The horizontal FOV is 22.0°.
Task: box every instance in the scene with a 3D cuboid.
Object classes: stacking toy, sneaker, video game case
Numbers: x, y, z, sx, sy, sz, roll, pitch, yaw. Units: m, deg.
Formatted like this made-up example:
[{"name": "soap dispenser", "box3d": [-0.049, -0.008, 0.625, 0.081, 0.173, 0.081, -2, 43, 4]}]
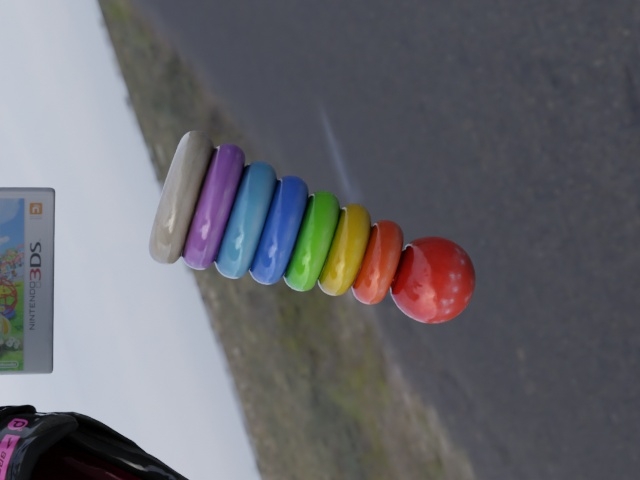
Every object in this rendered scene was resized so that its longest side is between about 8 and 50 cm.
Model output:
[{"name": "stacking toy", "box3d": [0.000, 0.000, 1.665, 0.141, 0.330, 0.141, -163, 90, -88]}, {"name": "sneaker", "box3d": [-0.308, 0.200, 1.506, 0.202, 0.483, 0.185, 115, 169, -56]}, {"name": "video game case", "box3d": [-0.373, 0.042, 1.642, 0.023, 0.212, 0.193, -135, 46, -72]}]
